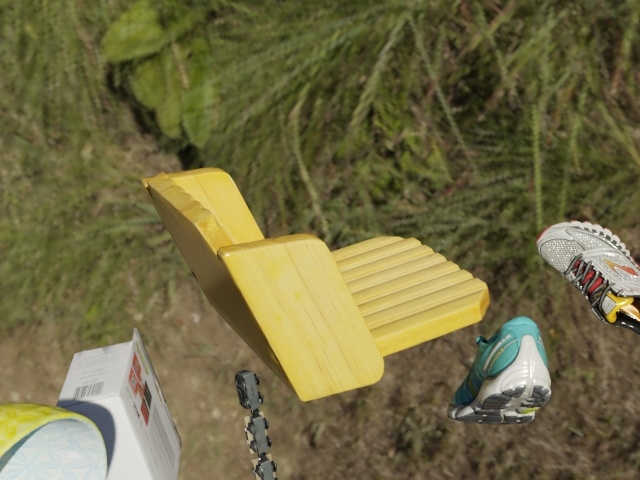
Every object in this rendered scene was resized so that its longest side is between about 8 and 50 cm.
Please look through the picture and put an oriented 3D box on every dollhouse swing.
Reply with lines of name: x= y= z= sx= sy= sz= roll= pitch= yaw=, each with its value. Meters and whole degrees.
dollhouse swing: x=0.000 y=0.000 z=1.547 sx=0.305 sy=0.315 sz=0.347 roll=-32 pitch=27 yaw=-11

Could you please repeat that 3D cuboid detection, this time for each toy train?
toy train: x=-0.073 y=0.219 z=1.328 sx=0.036 sy=0.027 sz=0.158 roll=18 pitch=121 yaw=60

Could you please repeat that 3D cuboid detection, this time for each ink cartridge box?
ink cartridge box: x=-0.388 y=0.370 z=2.328 sx=0.130 sy=0.309 sz=0.272 roll=-14 pitch=24 yaw=6

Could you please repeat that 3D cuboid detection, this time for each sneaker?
sneaker: x=0.387 y=0.055 z=1.573 sx=0.093 sy=0.225 sz=0.088 roll=-45 pitch=-16 yaw=-49
sneaker: x=0.235 y=0.177 z=1.528 sx=0.275 sy=0.107 sz=0.110 roll=116 pitch=156 yaw=-67

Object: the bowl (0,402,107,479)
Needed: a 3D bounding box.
bowl: x=-0.364 y=0.278 z=1.192 sx=0.156 sy=0.289 sz=0.289 roll=23 pitch=81 yaw=21
